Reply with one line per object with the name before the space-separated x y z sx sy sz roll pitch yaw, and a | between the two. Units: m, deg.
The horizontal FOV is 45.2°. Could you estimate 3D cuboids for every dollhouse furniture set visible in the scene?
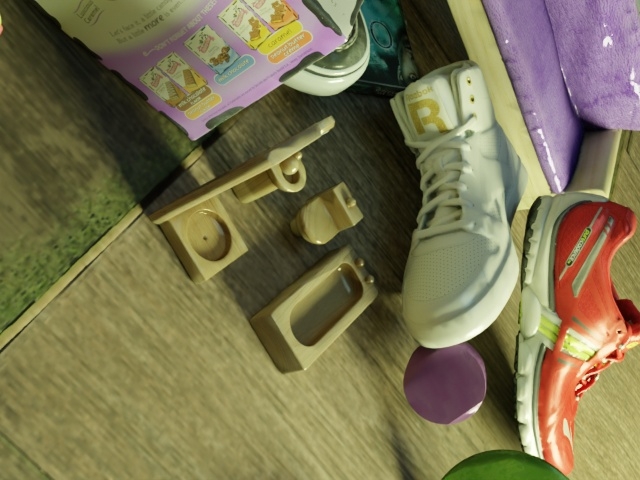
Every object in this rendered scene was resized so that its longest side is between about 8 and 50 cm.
dollhouse furniture set | 0.000 0.000 0.546 0.144 0.123 0.151 -39 103 -47

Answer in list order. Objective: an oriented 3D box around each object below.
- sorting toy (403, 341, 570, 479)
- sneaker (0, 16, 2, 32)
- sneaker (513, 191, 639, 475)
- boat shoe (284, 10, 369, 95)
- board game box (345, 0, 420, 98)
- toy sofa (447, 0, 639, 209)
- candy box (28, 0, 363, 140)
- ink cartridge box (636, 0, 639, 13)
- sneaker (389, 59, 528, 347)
sorting toy | 0.169 0.248 0.661 0.365 0.127 0.126 67 12 2
sneaker | -0.243 -0.114 0.376 0.208 0.081 0.094 -39 105 -47
sneaker | 0.240 0.096 0.707 0.107 0.118 0.279 -36 128 -69
boat shoe | -0.062 -0.265 0.583 0.121 0.119 0.335 -41 99 -29
board game box | 0.020 -0.201 0.725 0.186 0.026 0.126 -3 76 -47
toy sofa | 0.229 -0.214 0.782 0.362 0.177 0.150 61 40 -30
candy box | -0.096 -0.177 0.491 0.196 0.165 0.070 41 48 -27
ink cartridge box | 0.393 -0.432 1.182 0.330 0.071 0.324 17 62 -43
sneaker | 0.104 -0.053 0.680 0.169 0.108 0.292 59 32 -24
